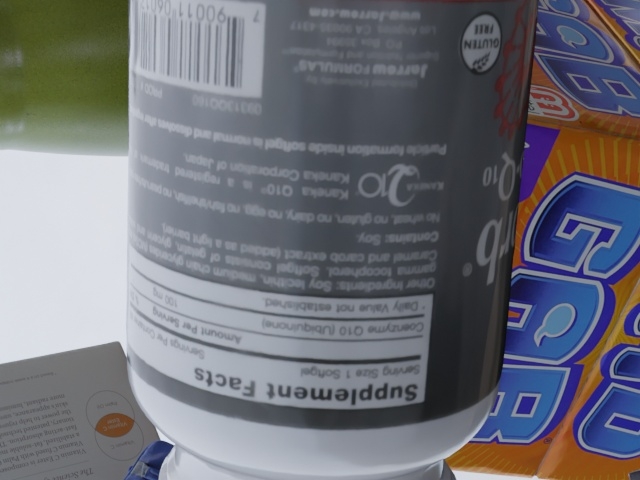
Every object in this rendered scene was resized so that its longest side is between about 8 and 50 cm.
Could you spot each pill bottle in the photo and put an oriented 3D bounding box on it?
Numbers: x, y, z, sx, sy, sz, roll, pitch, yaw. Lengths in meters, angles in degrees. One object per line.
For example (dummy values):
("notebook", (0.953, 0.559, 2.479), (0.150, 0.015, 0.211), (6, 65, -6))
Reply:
("pill bottle", (0.000, 0.000, 0.674), (0.210, 0.210, 0.363), (-35, -49, -64))

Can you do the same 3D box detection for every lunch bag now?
("lunch bag", (-0.119, 0.211, 1.036), (0.067, 0.098, 0.065), (-58, -26, -32))

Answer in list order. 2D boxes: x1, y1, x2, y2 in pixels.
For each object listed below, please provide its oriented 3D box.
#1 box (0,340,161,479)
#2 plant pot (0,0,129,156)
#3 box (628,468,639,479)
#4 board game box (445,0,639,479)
("box", (-0.243, 0.295, 1.143), (0.215, 0.168, 0.345), (-8, -118, -37))
("plant pot", (-0.281, -0.254, 1.529), (0.352, 0.366, 0.367), (-14, -98, -29))
("box", (0.233, 0.240, 0.752), (0.114, 0.036, 0.207), (61, -161, -21))
("board game box", (0.215, -0.026, 1.178), (0.356, 0.357, 0.356), (8, -147, -18))
